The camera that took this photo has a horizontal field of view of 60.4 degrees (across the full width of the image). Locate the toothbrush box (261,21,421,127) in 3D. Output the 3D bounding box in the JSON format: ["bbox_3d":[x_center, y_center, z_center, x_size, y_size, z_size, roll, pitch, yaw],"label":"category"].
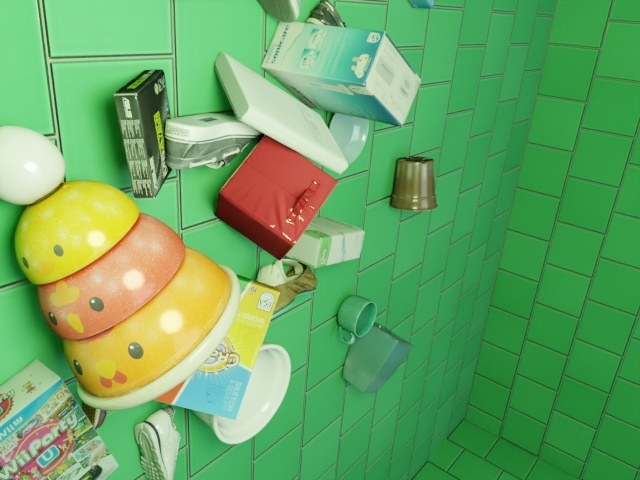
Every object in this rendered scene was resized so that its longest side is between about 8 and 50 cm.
[{"bbox_3d":[0.048,-0.384,1.270,0.216,0.296,0.126,25,86,-56],"label":"toothbrush box"}]

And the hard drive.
[{"bbox_3d":[-0.080,-0.272,1.206,0.040,0.203,0.308,-43,141,23],"label":"hard drive"}]

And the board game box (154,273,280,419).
[{"bbox_3d":[-0.257,0.224,1.252,0.242,0.064,0.316,18,93,-13],"label":"board game box"}]

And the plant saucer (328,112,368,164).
[{"bbox_3d":[0.069,-0.311,1.571,0.195,0.038,0.194,-30,131,-42],"label":"plant saucer"}]

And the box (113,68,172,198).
[{"bbox_3d":[-0.312,-0.198,1.002,0.184,0.045,0.190,-95,-176,-62],"label":"box"}]

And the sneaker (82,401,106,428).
[{"bbox_3d":[-0.444,0.307,1.159,0.084,0.070,0.185,-2,110,-48],"label":"sneaker"}]

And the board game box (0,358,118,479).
[{"bbox_3d":[-0.551,0.411,1.044,0.224,0.098,0.303,-42,137,-35],"label":"board game box"}]

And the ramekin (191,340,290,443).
[{"bbox_3d":[-0.219,0.379,1.457,0.277,0.135,0.277,-30,130,-44],"label":"ramekin"}]

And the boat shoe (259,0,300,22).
[{"bbox_3d":[-0.104,-0.598,1.104,0.103,0.118,0.320,-47,134,-22],"label":"boat shoe"}]

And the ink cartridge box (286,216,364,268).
[{"bbox_3d":[0.000,0.000,1.538,0.212,0.154,0.093,-13,118,-52],"label":"ink cartridge box"}]

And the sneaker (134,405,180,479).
[{"bbox_3d":[-0.384,0.518,1.352,0.095,0.090,0.235,-38,138,-51],"label":"sneaker"}]

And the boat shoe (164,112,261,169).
[{"bbox_3d":[-0.214,-0.200,1.134,0.301,0.108,0.102,-40,144,-65],"label":"boat shoe"}]

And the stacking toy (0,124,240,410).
[{"bbox_3d":[-0.396,0.021,0.941,0.350,0.351,0.479,-48,122,-28],"label":"stacking toy"}]

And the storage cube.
[{"bbox_3d":[-0.104,-0.095,1.242,0.183,0.193,0.215,-56,-176,-18],"label":"storage cube"}]

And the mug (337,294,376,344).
[{"bbox_3d":[0.110,0.261,1.888,0.158,0.097,0.129,-41,138,-34],"label":"mug"}]

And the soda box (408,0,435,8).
[{"bbox_3d":[0.266,-0.753,1.575,0.210,0.071,0.067,23,89,-56],"label":"soda box"}]

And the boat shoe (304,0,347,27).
[{"bbox_3d":[0.053,-0.513,1.397,0.233,0.084,0.079,32,82,-53],"label":"boat shoe"}]

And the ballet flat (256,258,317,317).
[{"bbox_3d":[-0.103,0.115,1.466,0.342,0.116,0.124,-22,98,-65],"label":"ballet flat"}]

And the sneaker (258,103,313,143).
[{"bbox_3d":[-0.084,-0.282,1.359,0.089,0.051,0.170,43,69,-50],"label":"sneaker"}]

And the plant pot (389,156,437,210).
[{"bbox_3d":[0.322,-0.199,1.892,0.167,0.167,0.165,-22,117,-48],"label":"plant pot"}]

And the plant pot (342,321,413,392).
[{"bbox_3d":[0.199,0.443,2.061,0.165,0.166,0.234,28,91,-56],"label":"plant pot"}]
